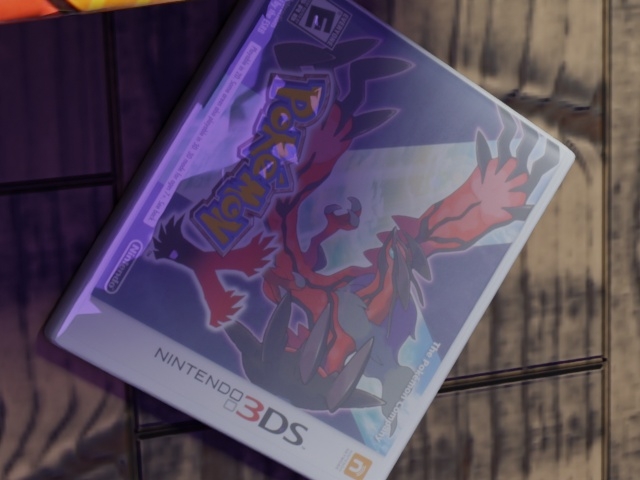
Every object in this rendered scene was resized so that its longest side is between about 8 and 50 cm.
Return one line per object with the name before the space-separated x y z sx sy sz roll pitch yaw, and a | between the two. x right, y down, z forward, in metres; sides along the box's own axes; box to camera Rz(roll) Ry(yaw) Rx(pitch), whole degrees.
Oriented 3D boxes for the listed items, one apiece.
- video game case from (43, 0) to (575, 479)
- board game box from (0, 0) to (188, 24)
video game case | 0.000 0.000 0.789 0.183 0.023 0.201 31 88 -24
board game box | -0.035 -0.293 0.499 0.356 0.356 0.356 -11 116 -20
